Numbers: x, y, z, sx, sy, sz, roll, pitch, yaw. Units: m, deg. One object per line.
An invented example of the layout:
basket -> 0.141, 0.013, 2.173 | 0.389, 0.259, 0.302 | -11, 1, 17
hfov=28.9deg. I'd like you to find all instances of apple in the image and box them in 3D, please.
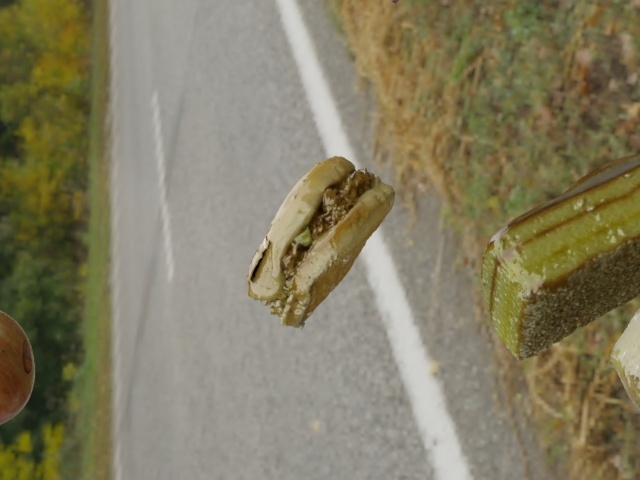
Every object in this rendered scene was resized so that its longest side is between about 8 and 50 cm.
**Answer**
apple -> -0.403, 0.140, 1.421 | 0.146, 0.146, 0.131 | -98, 3, -49

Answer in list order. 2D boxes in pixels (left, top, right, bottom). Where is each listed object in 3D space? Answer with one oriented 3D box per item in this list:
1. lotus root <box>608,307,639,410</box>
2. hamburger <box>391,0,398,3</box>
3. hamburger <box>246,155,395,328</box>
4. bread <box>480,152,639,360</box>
lotus root -> 0.270, 0.095, 0.682 | 0.258, 0.097, 0.110 | 32, 106, 51
hamburger -> 0.100, -0.335, 1.272 | 0.093, 0.189, 0.164 | -19, 85, 66
hamburger -> 0.001, -0.001, 1.494 | 0.214, 0.108, 0.214 | -55, -9, -12
bread -> 0.296, 0.013, 1.383 | 0.110, 0.234, 0.184 | 57, 167, 27
